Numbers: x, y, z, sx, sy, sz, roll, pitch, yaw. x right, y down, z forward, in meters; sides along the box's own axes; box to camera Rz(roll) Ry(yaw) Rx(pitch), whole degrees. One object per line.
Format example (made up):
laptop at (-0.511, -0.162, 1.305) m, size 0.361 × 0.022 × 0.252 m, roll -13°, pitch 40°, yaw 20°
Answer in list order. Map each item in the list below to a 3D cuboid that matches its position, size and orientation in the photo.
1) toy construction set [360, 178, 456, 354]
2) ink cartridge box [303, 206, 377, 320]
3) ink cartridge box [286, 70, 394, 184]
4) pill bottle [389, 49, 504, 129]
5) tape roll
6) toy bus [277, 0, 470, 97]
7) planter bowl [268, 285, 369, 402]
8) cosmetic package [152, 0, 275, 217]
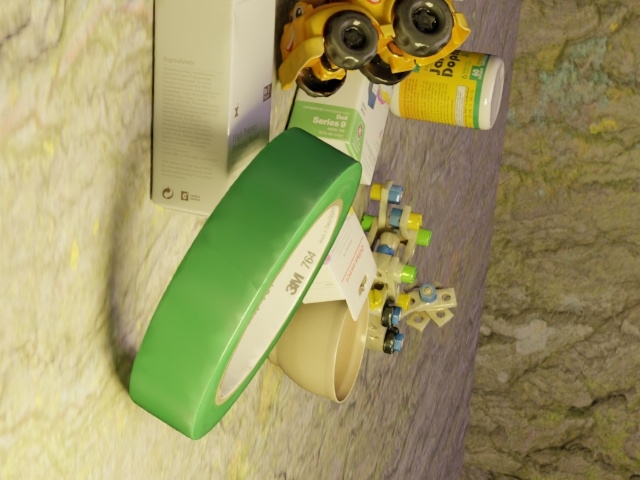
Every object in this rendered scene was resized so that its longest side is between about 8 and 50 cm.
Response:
toy construction set at (0.127, 0.070, 1.945) m, size 0.327 × 0.151 × 0.215 m, roll 60°, pitch 41°, yaw -50°
ink cartridge box at (0.000, 0.000, 1.456) m, size 0.198 × 0.067 × 0.115 m, roll 64°, pitch 34°, yaw -30°
ink cartridge box at (0.036, -0.202, 1.521) m, size 0.154 × 0.093 × 0.212 m, roll 57°, pitch 44°, yaw -67°
pill bottle at (0.172, -0.243, 1.754) m, size 0.117 × 0.208 × 0.117 m, roll 11°, pitch 90°, yaw -74°
tape roll at (-0.070, 0.043, 1.131) m, size 0.321 × 0.077 × 0.321 m, roll -57°, pitch 172°, yaw -12°
toy bus at (0.043, -0.297, 1.366) m, size 0.149 × 0.220 × 0.211 m, roll 156°, pitch -81°, yaw -69°
planter bowl at (-0.008, 0.133, 1.548) m, size 0.162 × 0.109 × 0.162 m, roll 10°, pitch 90°, yaw -75°
cosmetic package at (-0.101, -0.150, 1.088) m, size 0.117 × 0.085 × 0.231 m, roll -48°, pitch 146°, yaw -63°
